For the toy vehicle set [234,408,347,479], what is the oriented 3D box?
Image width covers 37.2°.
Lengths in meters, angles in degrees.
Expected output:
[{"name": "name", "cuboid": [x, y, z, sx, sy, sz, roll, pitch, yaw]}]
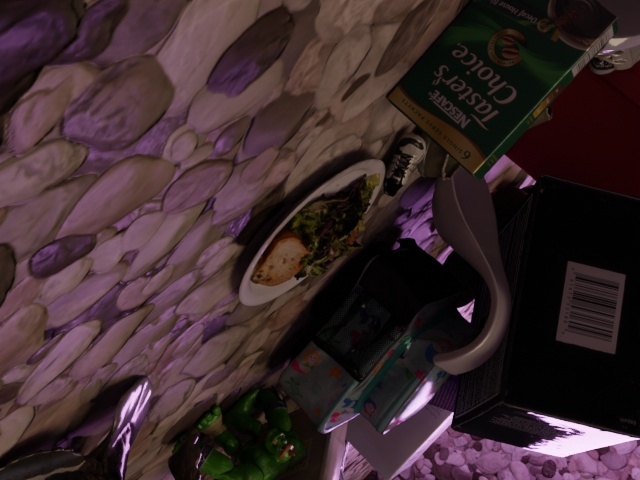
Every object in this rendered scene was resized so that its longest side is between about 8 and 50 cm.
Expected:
[{"name": "toy vehicle set", "cuboid": [-0.051, 0.322, 1.323, 0.166, 0.035, 0.267, -25, -164, 15]}]

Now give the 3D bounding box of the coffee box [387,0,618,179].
[{"name": "coffee box", "cuboid": [0.161, -0.157, 0.851, 0.184, 0.113, 0.040, -47, 165, 10]}]

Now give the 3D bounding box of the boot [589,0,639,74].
[{"name": "boot", "cuboid": [0.361, -0.246, 1.151, 0.258, 0.095, 0.123, -33, 153, -39]}]

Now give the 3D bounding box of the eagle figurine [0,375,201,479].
[{"name": "eagle figurine", "cuboid": [-0.244, 0.281, 0.869, 0.298, 0.225, 0.226, -13, 112, -7]}]

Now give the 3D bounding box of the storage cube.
[{"name": "storage cube", "cuboid": [0.419, -0.150, 1.359, 0.184, 0.193, 0.215, -27, 155, -47]}]

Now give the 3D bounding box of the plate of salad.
[{"name": "plate of salad", "cuboid": [0.000, 0.000, 0.949, 0.200, 0.048, 0.200, -41, 163, -16]}]

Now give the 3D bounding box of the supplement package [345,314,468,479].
[{"name": "supplement package", "cuboid": [0.152, 0.234, 1.617, 0.262, 0.199, 0.198, -48, 164, 7]}]

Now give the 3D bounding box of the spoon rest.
[{"name": "spoon rest", "cuboid": [0.186, 0.021, 1.154, 0.084, 0.276, 0.137, -10, 154, 31]}]

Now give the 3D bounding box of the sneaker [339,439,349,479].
[{"name": "sneaker", "cuboid": [-0.077, 0.468, 1.620, 0.366, 0.137, 0.210, -54, -171, 13]}]

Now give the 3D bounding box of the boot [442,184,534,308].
[{"name": "boot", "cuboid": [0.301, 0.005, 1.621, 0.236, 0.085, 0.179, -60, 161, 22]}]

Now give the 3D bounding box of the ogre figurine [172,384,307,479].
[{"name": "ogre figurine", "cuboid": [-0.091, 0.267, 1.245, 0.097, 0.118, 0.197, -49, 164, 12]}]

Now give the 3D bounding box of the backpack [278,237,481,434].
[{"name": "backpack", "cuboid": [0.074, 0.146, 1.265, 0.253, 0.191, 0.225, -47, 165, 22]}]

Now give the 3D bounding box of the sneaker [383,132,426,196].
[{"name": "sneaker", "cuboid": [0.086, -0.076, 0.985, 0.083, 0.032, 0.037, 108, 3, -55]}]

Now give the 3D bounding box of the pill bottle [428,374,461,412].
[{"name": "pill bottle", "cuboid": [0.184, 0.198, 1.440, 0.108, 0.194, 0.108, 18, 90, -84]}]

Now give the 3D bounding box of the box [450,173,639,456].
[{"name": "box", "cuboid": [0.310, 0.113, 1.257, 0.294, 0.183, 0.296, 107, -2, -73]}]

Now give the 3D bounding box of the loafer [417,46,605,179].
[{"name": "loafer", "cuboid": [0.201, -0.153, 1.002, 0.251, 0.087, 0.094, -48, 164, 8]}]

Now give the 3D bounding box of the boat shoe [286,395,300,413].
[{"name": "boat shoe", "cuboid": [0.028, 0.222, 1.480, 0.105, 0.089, 0.285, -23, 152, -52]}]
